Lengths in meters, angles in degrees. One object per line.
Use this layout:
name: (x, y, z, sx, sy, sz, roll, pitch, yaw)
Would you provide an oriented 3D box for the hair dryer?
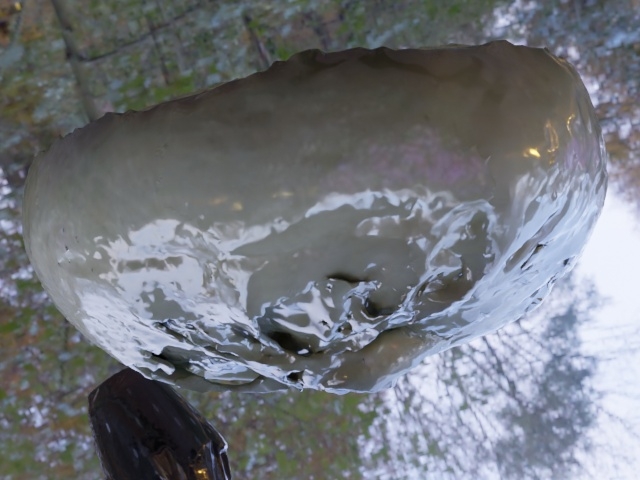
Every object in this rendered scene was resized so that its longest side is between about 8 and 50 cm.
hair dryer: (-0.229, 0.318, 0.879, 0.359, 0.303, 0.120, -28, 176, -15)

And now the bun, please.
bun: (0.000, 0.000, 0.460, 0.287, 0.146, 0.287, -9, 178, 0)
